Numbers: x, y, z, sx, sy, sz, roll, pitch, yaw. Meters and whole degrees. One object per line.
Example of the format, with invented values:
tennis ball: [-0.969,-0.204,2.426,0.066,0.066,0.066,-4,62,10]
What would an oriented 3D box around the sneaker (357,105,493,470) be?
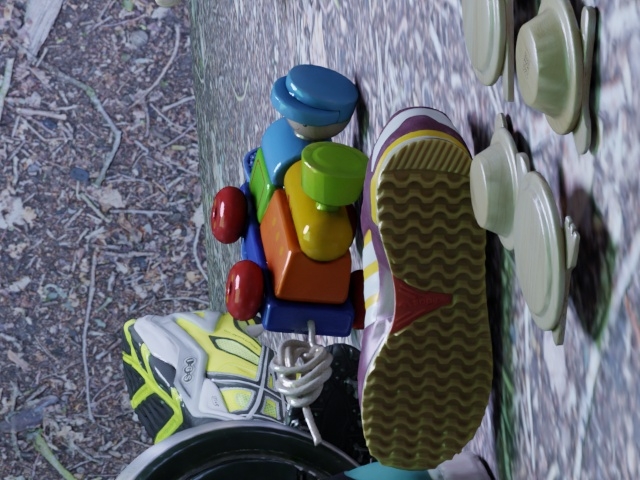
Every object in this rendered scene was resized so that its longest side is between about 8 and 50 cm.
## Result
sneaker: [0.053,0.024,0.810,0.084,0.069,0.186,-92,5,-67]

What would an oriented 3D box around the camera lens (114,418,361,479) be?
camera lens: [-0.066,0.259,1.083,0.274,0.219,0.219,120,145,-60]

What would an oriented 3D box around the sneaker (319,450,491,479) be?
sneaker: [0.046,0.210,0.751,0.302,0.121,0.108,-110,16,-63]

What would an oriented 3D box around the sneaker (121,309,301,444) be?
sneaker: [-0.048,0.178,1.440,0.385,0.147,0.145,52,149,41]

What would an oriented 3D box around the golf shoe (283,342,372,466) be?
golf shoe: [0.005,0.140,1.186,0.094,0.077,0.198,-105,13,-51]

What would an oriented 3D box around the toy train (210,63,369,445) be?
toy train: [0.000,0.000,1.076,0.248,0.105,0.143,-106,25,-51]

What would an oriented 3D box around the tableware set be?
tableware set: [0.083,-0.047,0.664,0.169,0.020,0.141,-113,20,-66]

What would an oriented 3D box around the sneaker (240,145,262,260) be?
sneaker: [-0.027,0.012,1.339,0.232,0.081,0.090,-95,1,-56]

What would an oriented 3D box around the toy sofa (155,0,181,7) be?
toy sofa: [-0.129,-0.397,1.392,0.150,0.177,0.363,-107,14,-57]
